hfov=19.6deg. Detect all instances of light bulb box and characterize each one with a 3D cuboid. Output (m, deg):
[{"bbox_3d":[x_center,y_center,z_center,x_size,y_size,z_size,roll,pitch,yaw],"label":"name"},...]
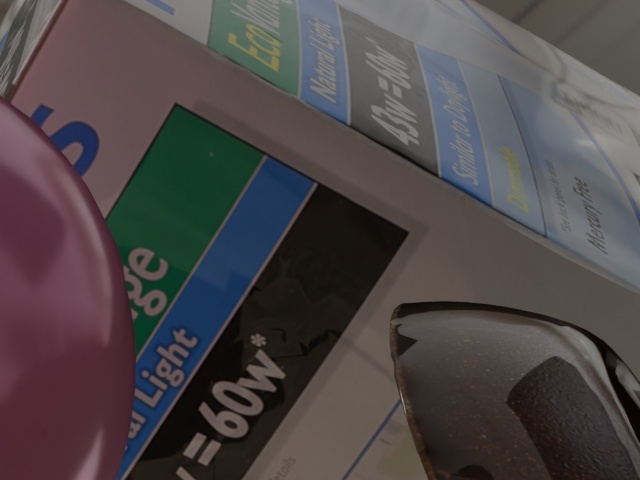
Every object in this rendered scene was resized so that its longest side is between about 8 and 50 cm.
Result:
[{"bbox_3d":[0.000,0.000,0.899,0.361,0.358,0.225,28,-70,-14],"label":"light bulb box"}]

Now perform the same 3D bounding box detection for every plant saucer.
[{"bbox_3d":[0.122,0.141,0.536,0.050,0.310,0.310,-31,-36,10],"label":"plant saucer"}]

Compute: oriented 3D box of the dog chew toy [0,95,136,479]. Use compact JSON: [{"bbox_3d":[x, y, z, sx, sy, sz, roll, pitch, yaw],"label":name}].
[{"bbox_3d":[-0.174,-0.030,0.489,0.207,0.206,0.331,-1,-56,23],"label":"dog chew toy"}]
